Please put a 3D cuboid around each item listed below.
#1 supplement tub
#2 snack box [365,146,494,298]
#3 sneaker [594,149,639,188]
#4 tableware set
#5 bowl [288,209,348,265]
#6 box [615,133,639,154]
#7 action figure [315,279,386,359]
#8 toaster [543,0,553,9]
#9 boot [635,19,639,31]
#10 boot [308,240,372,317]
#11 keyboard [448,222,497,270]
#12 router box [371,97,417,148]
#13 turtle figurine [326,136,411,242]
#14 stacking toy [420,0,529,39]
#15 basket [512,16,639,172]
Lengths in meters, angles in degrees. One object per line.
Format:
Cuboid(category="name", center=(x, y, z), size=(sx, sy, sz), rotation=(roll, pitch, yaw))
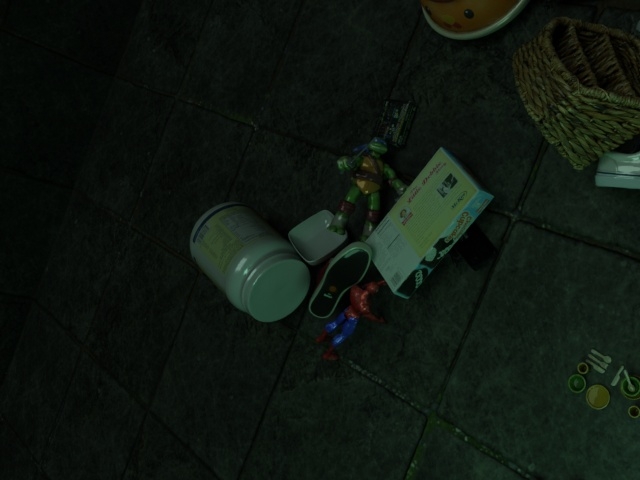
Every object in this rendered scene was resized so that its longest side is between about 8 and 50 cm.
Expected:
Cuboid(category="supplement tub", center=(-0.198, 0.058, 2.097), size=(0.325, 0.235, 0.235), rotation=(41, 106, 42))
Cuboid(category="snack box", center=(0.248, -0.042, 1.777), size=(0.322, 0.060, 0.187), rotation=(-53, 41, 21))
Cuboid(category="sneaker", center=(0.656, -0.141, 1.426), size=(0.258, 0.094, 0.091), rotation=(7, 99, 33))
Cuboid(category="tableware set", center=(0.564, 0.289, 1.462), size=(0.154, 0.024, 0.104), rotation=(36, 104, 42))
Cuboid(category="bowl", center=(0.000, 0.000, 2.028), size=(0.142, 0.053, 0.142), rotation=(-33, 49, -5))
Cuboid(category="box", center=(0.660, -0.248, 1.518), size=(0.207, 0.036, 0.114), rotation=(-47, 51, 23))
Cuboid(category="action figure", center=(0.104, 0.190, 1.891), size=(0.091, 0.139, 0.280), rotation=(64, 143, 31))
Cuboid(category="toaster", center=(0.576, -0.625, 1.643), size=(0.146, 0.129, 0.227), rotation=(10, 84, 42))
Cuboid(category="boot", center=(0.739, -0.405, 1.446), size=(0.123, 0.095, 0.258), rotation=(-57, 46, 25))
Cuboid(category="boot", center=(0.053, 0.062, 1.922), size=(0.244, 0.088, 0.176), rotation=(-54, 13, 31))
Cuboid(category="keyboard", center=(0.331, -0.002, 1.769), size=(0.100, 0.038, 0.192), rotation=(-34, 52, 3))
Cuboid(category="router box", center=(0.195, -0.310, 1.972), size=(0.092, 0.038, 0.122), rotation=(19, 92, 45))
Cuboid(category="turtle figurine", center=(0.128, -0.128, 1.874), size=(0.274, 0.197, 0.266), rotation=(24, 98, 48))
Cuboid(category="stacking toy", center=(0.265, -0.706, 1.712), size=(0.350, 0.480, 0.351), rotation=(-15, 68, 40))
Cuboid(category="basket", center=(0.528, -0.333, 1.486), size=(0.223, 0.213, 0.299), rotation=(-34, 31, 32))
